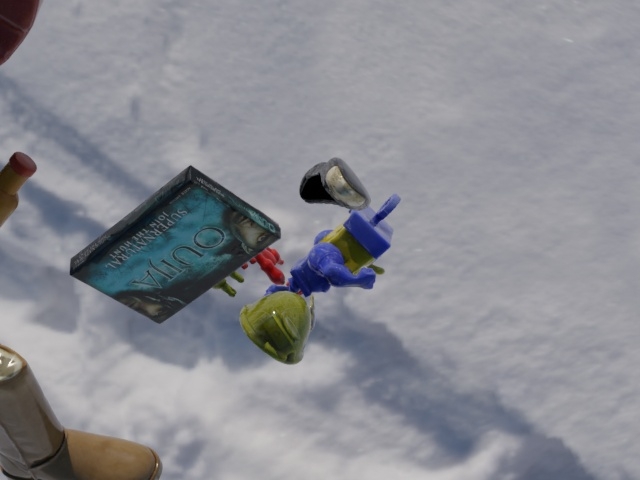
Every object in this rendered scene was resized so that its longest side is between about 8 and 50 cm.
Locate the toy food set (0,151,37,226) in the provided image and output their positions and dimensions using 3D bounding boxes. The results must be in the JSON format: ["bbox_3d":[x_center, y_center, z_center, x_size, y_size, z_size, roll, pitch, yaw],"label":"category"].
[{"bbox_3d":[-0.335,-0.105,1.292,0.104,0.111,0.232,-46,41,19],"label":"toy food set"}]

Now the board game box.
[{"bbox_3d":[-0.149,0.009,1.472,0.186,0.126,0.026,-35,40,29],"label":"board game box"}]

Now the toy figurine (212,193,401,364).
[{"bbox_3d":[0.000,0.000,1.790,0.217,0.362,0.191,-37,94,10],"label":"toy figurine"}]

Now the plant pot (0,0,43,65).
[{"bbox_3d":[-0.322,-0.278,1.212,0.272,0.272,0.265,-41,28,23],"label":"plant pot"}]

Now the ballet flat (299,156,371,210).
[{"bbox_3d":[0.013,-0.046,1.369,0.049,0.173,0.057,-36,95,-3],"label":"ballet flat"}]

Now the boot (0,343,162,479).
[{"bbox_3d":[-0.342,0.230,1.808,0.236,0.270,0.089,-1,52,11],"label":"boot"}]
